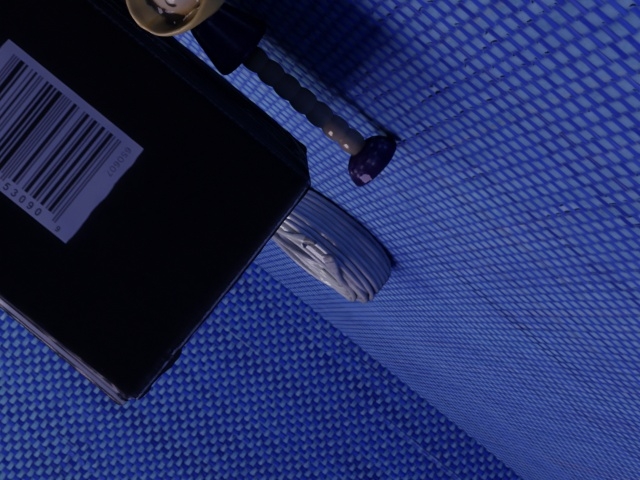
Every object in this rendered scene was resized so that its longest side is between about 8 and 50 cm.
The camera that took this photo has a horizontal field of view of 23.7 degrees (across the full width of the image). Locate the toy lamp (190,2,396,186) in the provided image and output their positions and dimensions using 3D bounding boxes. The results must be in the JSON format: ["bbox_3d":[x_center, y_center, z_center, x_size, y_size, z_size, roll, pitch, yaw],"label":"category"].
[{"bbox_3d":[-0.035,-0.174,1.780,0.274,0.080,0.080,42,171,-17],"label":"toy lamp"}]

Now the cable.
[{"bbox_3d":[0.000,0.000,2.515,0.257,0.089,0.257,32,170,39],"label":"cable"}]

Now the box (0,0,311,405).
[{"bbox_3d":[-0.278,-0.122,1.642,0.480,0.297,0.472,39,-177,-6],"label":"box"}]

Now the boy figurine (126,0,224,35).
[{"bbox_3d":[-0.086,-0.263,1.157,0.177,0.092,0.285,39,144,0],"label":"boy figurine"}]
